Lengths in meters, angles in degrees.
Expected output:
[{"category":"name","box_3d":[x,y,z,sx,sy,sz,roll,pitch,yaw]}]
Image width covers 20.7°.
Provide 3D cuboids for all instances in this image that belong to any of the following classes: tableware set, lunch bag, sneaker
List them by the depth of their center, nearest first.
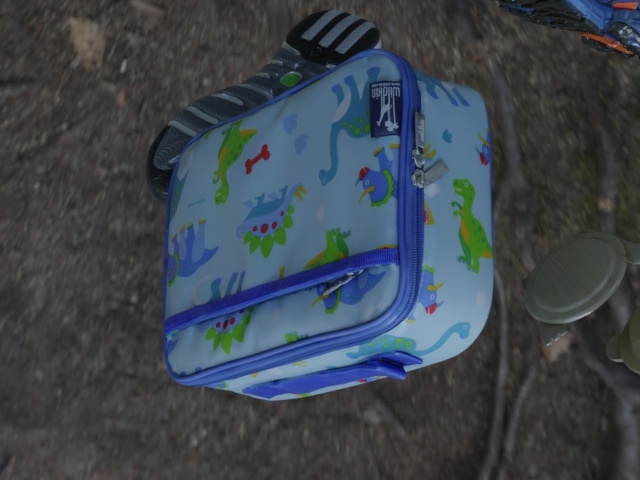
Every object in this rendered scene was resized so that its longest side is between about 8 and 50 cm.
[{"category":"tableware set","box_3d":[0.189,0.005,0.932,0.168,0.141,0.020,-44,122,-1]},{"category":"lunch bag","box_3d":[0.000,0.000,1.016,0.090,0.176,0.219,18,156,-40]},{"category":"sneaker","box_3d":[0.189,-0.185,1.223,0.083,0.221,0.087,16,92,38]},{"category":"sneaker","box_3d":[-0.033,-0.058,1.265,0.086,0.228,0.132,30,142,26]}]
